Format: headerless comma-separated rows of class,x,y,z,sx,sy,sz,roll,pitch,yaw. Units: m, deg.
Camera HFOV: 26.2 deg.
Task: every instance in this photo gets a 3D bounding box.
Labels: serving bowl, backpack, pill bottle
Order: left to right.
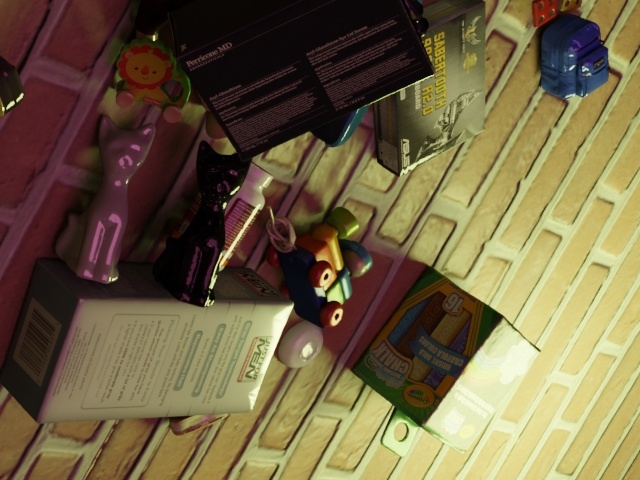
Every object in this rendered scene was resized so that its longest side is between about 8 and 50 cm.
pill bottle,-0.131,-0.041,1.873,0.086,0.086,0.152,30,95,-50
serving bowl,-0.026,0.168,2.168,0.083,0.027,0.083,-25,133,-30
backpack,0.413,-0.300,2.216,0.098,0.101,0.120,-37,134,-29

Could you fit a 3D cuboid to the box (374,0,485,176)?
box,0.163,-0.232,2.050,0.183,0.056,0.231,-28,134,-27

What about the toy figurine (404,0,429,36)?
toy figurine,0.090,-0.375,1.761,0.213,0.209,0.148,-43,127,-9

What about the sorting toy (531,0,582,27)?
sorting toy,0.345,-0.455,2.079,0.132,0.046,0.274,-36,136,-21

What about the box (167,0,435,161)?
box,-0.022,-0.234,1.632,0.261,0.103,0.184,-24,136,8

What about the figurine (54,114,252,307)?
figurine,-0.210,-0.043,1.758,0.215,0.092,0.209,15,101,-18

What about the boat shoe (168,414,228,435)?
boat shoe,-0.168,0.256,2.077,0.135,0.050,0.045,-16,131,-24

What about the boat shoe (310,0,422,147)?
boat shoe,0.050,-0.252,1.885,0.258,0.089,0.109,-59,172,11

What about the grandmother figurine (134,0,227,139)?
grandmother figurine,-0.136,-0.287,1.683,0.208,0.104,0.342,-37,138,-11

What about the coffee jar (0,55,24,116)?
coffee jar,-0.422,-0.149,1.505,0.184,0.096,0.079,-34,139,-22

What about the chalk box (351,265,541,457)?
chalk box,0.193,0.227,2.309,0.289,0.179,0.180,-52,141,-1

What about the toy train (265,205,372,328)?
toy train,0.000,0.000,2.027,0.143,0.105,0.248,-44,140,-28

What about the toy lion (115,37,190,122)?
toy lion,-0.205,-0.201,1.690,0.100,0.034,0.096,17,126,-19

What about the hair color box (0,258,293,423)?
hair color box,-0.230,0.136,1.880,0.374,0.113,0.185,4,114,-45
